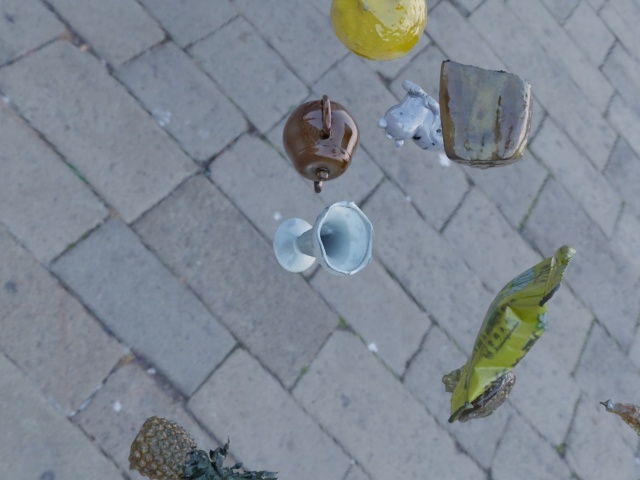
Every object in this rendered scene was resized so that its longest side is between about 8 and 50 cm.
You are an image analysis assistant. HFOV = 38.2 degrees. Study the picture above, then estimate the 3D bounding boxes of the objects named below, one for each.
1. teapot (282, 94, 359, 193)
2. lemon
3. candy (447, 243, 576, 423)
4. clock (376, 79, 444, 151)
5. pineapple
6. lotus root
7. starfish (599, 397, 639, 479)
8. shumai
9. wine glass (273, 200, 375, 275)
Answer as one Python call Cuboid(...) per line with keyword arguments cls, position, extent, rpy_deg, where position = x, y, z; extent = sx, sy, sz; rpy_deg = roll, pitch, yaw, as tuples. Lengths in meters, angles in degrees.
Cuboid(cls="teapot", position=(0.002, -0.133, 1.299), extent=(0.116, 0.173, 0.116), rpy_deg=(3, 59, -4))
Cuboid(cls="lemon", position=(0.070, -0.269, 1.094), extent=(0.114, 0.114, 0.155), rpy_deg=(53, 15, 2))
Cuboid(cls="candy", position=(0.284, 0.134, 1.404), extent=(0.081, 0.297, 0.187), rpy_deg=(35, 30, 1))
Cuboid(cls="clock", position=(0.198, -0.232, 1.888), extent=(0.176, 0.117, 0.080), rpy_deg=(35, 6, -38))
Cuboid(cls="pineapple", position=(-0.206, 0.420, 1.654), extent=(0.277, 0.119, 0.130), rpy_deg=(22, 38, 7))
Cuboid(cls="lotus root", position=(0.235, -0.165, 1.261), extent=(0.159, 0.095, 0.135), rpy_deg=(17, 72, -38))
Cuboid(cls="starfish", position=(0.424, 0.244, 0.960), extent=(0.084, 0.293, 0.301), rpy_deg=(54, 38, -44))
Cuboid(cls="shumai", position=(0.320, 0.291, 1.821), extent=(0.123, 0.139, 0.105), rpy_deg=(7, 61, -53))
Cuboid(cls="wine glass", position=(0.000, 0.000, 2.054), extent=(0.165, 0.196, 0.165), rpy_deg=(3, 86, -40))
